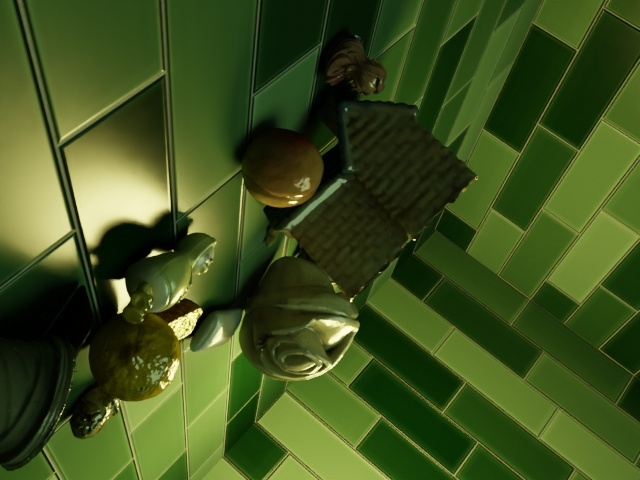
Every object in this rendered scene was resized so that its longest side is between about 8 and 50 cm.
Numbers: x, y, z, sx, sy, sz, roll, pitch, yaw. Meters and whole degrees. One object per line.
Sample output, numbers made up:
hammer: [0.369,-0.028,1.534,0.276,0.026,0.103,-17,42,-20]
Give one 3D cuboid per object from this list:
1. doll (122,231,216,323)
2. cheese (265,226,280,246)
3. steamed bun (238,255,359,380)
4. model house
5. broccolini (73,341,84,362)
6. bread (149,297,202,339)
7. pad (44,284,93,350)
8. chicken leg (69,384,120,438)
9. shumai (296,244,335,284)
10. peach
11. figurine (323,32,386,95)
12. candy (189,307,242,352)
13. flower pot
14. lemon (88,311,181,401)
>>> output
doll: [-0.305,0.066,1.611,0.296,0.117,0.141,-35,161,-48]
cheese: [-0.133,-0.015,2.105,0.044,0.030,0.083,-50,172,-33]
steamed bun: [-0.078,0.271,2.278,0.368,0.342,0.255,-56,-172,31]
model house: [0.099,-0.131,1.937,0.445,0.400,0.395,-45,178,2]
broccolini: [-0.532,0.275,1.547,0.194,0.052,0.054,-49,169,-13]
bread: [-0.369,0.205,1.849,0.187,0.065,0.103,-33,157,-55]
pad: [-0.492,0.215,1.371,0.004,0.181,0.267,33,96,-32]
chicken leg: [-0.499,0.374,1.804,0.227,0.088,0.103,-42,149,-24]
shumai: [0.000,0.000,2.395,0.222,0.203,0.272,-2,106,-36]
peach: [-0.080,-0.156,1.665,0.184,0.184,0.184,-47,164,-18]
figurine: [0.072,-0.380,1.681,0.114,0.157,0.126,10,124,-50]
candy: [-0.293,0.253,2.165,0.138,0.071,0.174,-55,165,10]
flower pot: [-0.520,0.246,1.249,0.140,0.235,0.235,34,95,-37]
lemon: [-0.392,0.245,1.615,0.192,0.192,0.231,-48,178,-17]
